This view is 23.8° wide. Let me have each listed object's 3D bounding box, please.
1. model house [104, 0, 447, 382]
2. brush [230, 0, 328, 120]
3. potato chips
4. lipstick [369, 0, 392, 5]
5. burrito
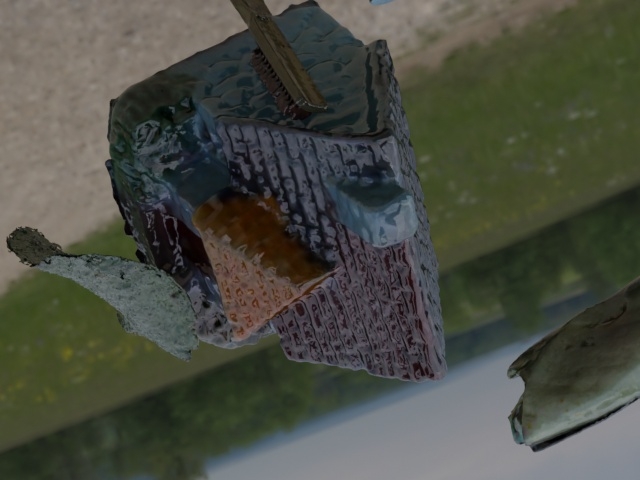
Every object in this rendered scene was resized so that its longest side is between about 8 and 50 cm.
[{"bbox_3d":[0.000,0.000,1.570,0.297,0.360,0.339,-28,-143,-19],"label":"model house"},{"bbox_3d":[-0.060,-0.200,1.499,0.043,0.248,0.036,18,122,-42],"label":"brush"},{"bbox_3d":[-0.235,0.047,1.628,0.228,0.059,0.167,16,156,38],"label":"potato chips"},{"bbox_3d":[0.047,-0.325,1.580,0.048,0.158,0.048,-20,171,-3],"label":"lipstick"},{"bbox_3d":[0.269,0.057,1.164,0.309,0.066,0.096,-35,-150,4],"label":"burrito"}]
